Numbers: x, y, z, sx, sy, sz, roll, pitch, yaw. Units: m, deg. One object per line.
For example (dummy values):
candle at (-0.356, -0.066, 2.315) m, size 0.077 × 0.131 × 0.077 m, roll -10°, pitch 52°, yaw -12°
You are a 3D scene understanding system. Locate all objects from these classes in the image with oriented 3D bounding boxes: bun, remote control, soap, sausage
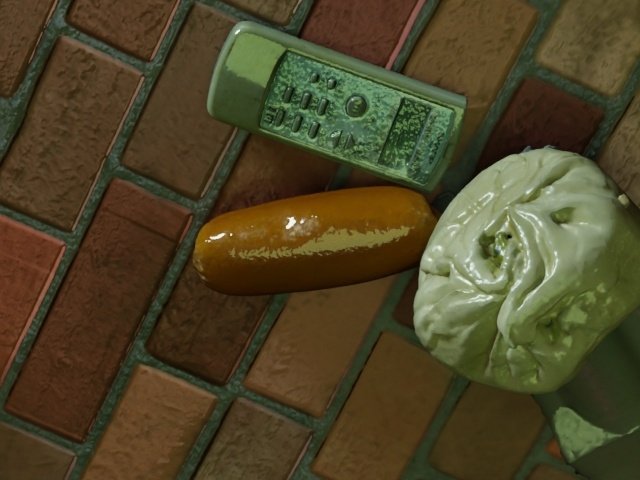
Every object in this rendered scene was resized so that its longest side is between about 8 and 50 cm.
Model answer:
bun at (0.177, 0.024, 1.665) m, size 0.229 × 0.229 × 0.145 m, roll -37°, pitch 149°, yaw 15°
remote control at (0.015, -0.122, 1.760) m, size 0.233 × 0.038 × 0.098 m, roll 19°, pitch 112°, yaw -7°
soap at (0.264, 0.085, 1.834) m, size 0.159 × 0.258 × 0.302 m, roll -34°, pitch 63°, yaw 15°
sausage at (0.000, 0.000, 1.780) m, size 0.238 × 0.098 × 0.098 m, roll -7°, pitch 111°, yaw 7°
